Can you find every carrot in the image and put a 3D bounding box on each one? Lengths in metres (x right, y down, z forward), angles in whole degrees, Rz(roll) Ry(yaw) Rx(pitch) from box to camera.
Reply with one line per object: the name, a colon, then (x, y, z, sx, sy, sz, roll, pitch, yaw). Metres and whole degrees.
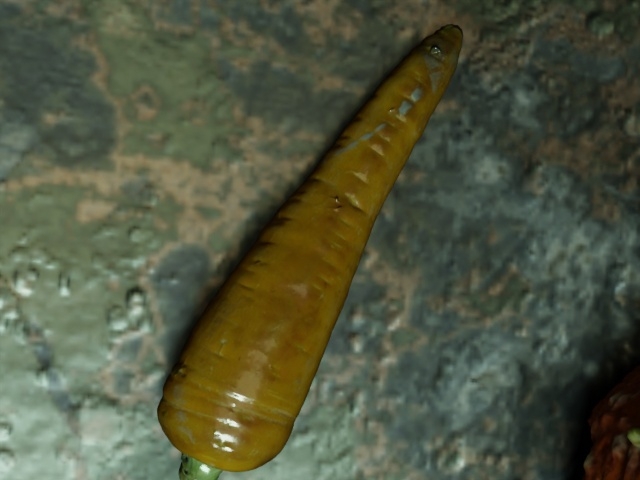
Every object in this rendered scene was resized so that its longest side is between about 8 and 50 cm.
carrot: (0.000, 0.000, 0.525, 0.061, 0.061, 0.257, 31, 80, -11)

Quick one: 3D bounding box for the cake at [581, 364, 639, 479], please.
cake: (0.260, 0.151, 0.539, 0.283, 0.151, 0.177, 38, 69, -10)
